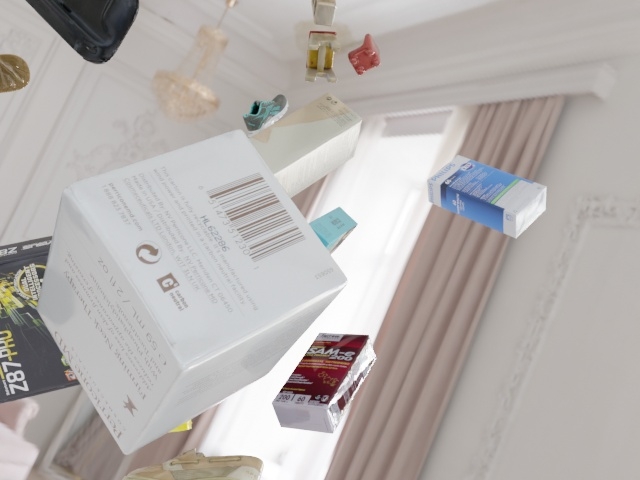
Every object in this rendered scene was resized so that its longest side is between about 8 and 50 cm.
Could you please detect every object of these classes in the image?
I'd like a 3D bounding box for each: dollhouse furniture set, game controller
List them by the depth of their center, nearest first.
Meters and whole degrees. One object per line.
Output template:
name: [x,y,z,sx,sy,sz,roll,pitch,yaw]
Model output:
game controller: [-0.465,-0.474,1.442,0.319,0.166,0.067,45,16,12]
dollhouse furniture set: [0.077,-0.553,1.785,0.202,0.152,0.374,2,-47,-7]

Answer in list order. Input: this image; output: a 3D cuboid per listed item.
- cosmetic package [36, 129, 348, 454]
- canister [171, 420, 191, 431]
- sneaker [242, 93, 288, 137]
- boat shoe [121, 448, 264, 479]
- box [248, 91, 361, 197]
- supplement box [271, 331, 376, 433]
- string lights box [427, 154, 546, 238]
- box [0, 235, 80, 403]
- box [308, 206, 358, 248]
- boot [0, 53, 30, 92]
cosmetic package: [-0.230,0.090,1.313,0.329,0.327,0.393,54,-38,14]
canister: [-0.408,0.411,2.045,0.126,0.169,0.073,-8,-8,5]
sneaker: [-0.147,-0.347,2.093,0.065,0.166,0.076,3,-45,39]
boat shoe: [-0.270,0.510,1.676,0.341,0.110,0.121,-6,-48,27]
box: [-0.059,-0.205,1.853,0.121,0.311,0.148,43,-32,21]
supplement box: [0.012,0.295,1.667,0.130,0.239,0.073,-1,-59,29]
string lights box: [0.406,-0.114,1.934,0.260,0.133,0.076,27,-37,37]
box: [-0.750,0.203,1.895,0.319,0.394,0.097,-11,30,-14]
box: [0.000,0.000,1.634,0.060,0.100,0.244,43,19,5]
boot: [-0.723,-0.307,1.511,0.262,0.095,0.204,-16,12,-41]
